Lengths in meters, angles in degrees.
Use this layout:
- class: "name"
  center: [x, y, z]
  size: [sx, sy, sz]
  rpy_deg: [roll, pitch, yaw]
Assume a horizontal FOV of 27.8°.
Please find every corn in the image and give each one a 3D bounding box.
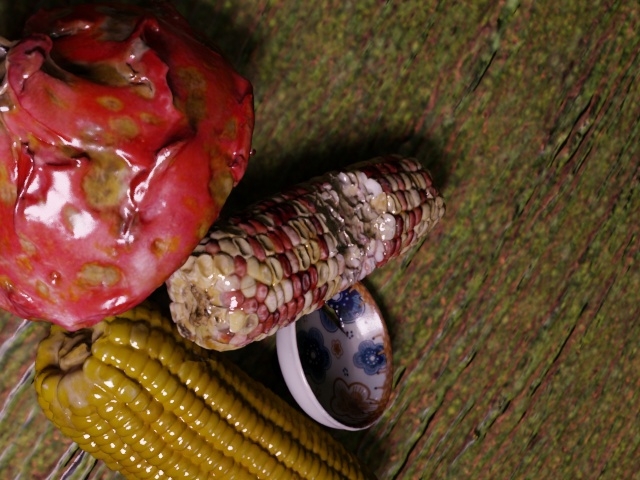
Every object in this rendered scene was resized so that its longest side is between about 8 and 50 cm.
- class: "corn"
  center: [0.000, 0.000, 1.029]
  size: [0.290, 0.098, 0.098]
  rpy_deg: [-26, 118, -40]
- class: "corn"
  center: [-0.080, 0.166, 1.052]
  size: [0.344, 0.131, 0.131]
  rpy_deg: [39, 85, -32]

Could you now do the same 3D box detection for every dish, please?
- class: "dish"
  center: [-0.008, 0.098, 1.110]
  size: [0.141, 0.078, 0.141]
  rpy_deg: [26, 57, -47]

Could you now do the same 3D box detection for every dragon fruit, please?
- class: "dragon fruit"
  center: [-0.166, -0.068, 0.893]
  size: [0.211, 0.134, 0.262]
  rpy_deg: [36, 82, -45]
